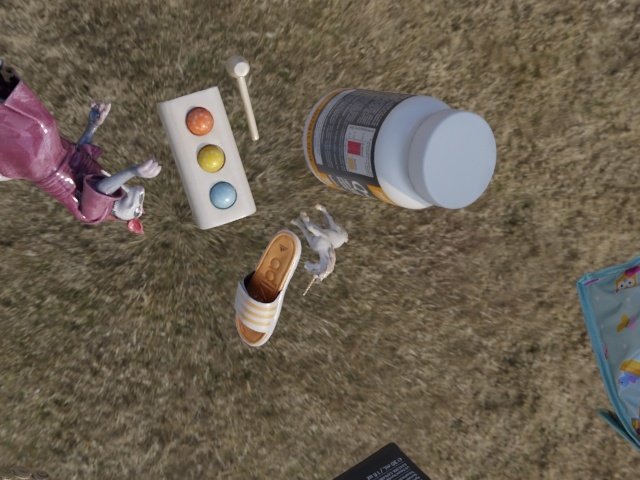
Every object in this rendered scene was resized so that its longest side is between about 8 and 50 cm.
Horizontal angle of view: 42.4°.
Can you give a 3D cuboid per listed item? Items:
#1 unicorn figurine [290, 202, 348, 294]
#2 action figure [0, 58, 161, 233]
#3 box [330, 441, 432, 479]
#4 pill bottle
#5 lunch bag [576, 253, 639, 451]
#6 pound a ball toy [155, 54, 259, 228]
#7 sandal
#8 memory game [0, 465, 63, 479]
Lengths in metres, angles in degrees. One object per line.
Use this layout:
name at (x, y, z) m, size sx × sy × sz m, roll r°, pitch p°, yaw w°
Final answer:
unicorn figurine at (0.000, 0.000, 1.366) m, size 0.111 × 0.060 × 0.162 m, roll 51°, pitch 44°, yaw 6°
action figure at (-0.432, -0.114, 1.343) m, size 0.276 × 0.248 × 0.370 m, roll -45°, pitch 120°, yaw -1°
box at (0.009, 0.282, 0.554) m, size 0.261 × 0.184 × 0.103 m, roll -22°, pitch 131°, yaw -30°
pill bottle at (0.109, -0.134, 1.196) m, size 0.162 × 0.278 × 0.162 m, roll -10°, pitch 108°, yaw -32°
lunch bag at (0.424, 0.166, 0.944) m, size 0.223 × 0.160 × 0.262 m, roll 27°, pitch 47°, yaw -39°
pound a ball toy at (-0.204, -0.207, 1.712) m, size 0.208 × 0.136 × 0.319 m, roll -19°, pitch 104°, yaw -13°
sandal at (-0.127, 0.098, 1.711) m, size 0.102 × 0.076 × 0.265 m, roll 29°, pitch 108°, yaw 24°
memory game at (-0.531, 0.467, 1.518) m, size 0.186 × 0.186 × 0.012 m, roll 25°, pitch 96°, yaw -9°
